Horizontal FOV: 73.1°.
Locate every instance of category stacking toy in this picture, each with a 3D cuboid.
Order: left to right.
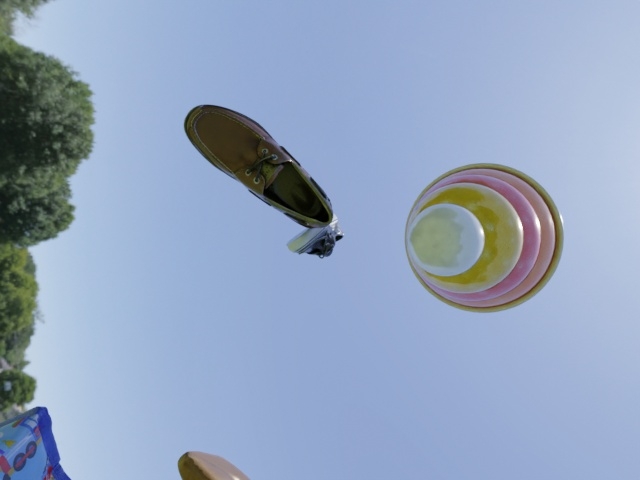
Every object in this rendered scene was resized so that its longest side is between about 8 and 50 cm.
[{"bbox_3d":[0.281,-0.012,0.839,0.351,0.480,0.350,-1,-92,27],"label":"stacking toy"}]

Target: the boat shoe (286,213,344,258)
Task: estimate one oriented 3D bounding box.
[{"bbox_3d":[0.000,0.000,0.922,0.080,0.228,0.076,-34,-89,18],"label":"boat shoe"}]

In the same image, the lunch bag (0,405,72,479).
[{"bbox_3d":[-0.376,0.268,0.316,0.221,0.293,0.138,-76,152,-75],"label":"lunch bag"}]

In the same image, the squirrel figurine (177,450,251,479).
[{"bbox_3d":[-0.236,0.666,0.852,0.281,0.397,0.370,37,-99,30],"label":"squirrel figurine"}]

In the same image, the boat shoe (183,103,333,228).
[{"bbox_3d":[-0.093,-0.130,0.757,0.110,0.307,0.104,-55,-155,3],"label":"boat shoe"}]
